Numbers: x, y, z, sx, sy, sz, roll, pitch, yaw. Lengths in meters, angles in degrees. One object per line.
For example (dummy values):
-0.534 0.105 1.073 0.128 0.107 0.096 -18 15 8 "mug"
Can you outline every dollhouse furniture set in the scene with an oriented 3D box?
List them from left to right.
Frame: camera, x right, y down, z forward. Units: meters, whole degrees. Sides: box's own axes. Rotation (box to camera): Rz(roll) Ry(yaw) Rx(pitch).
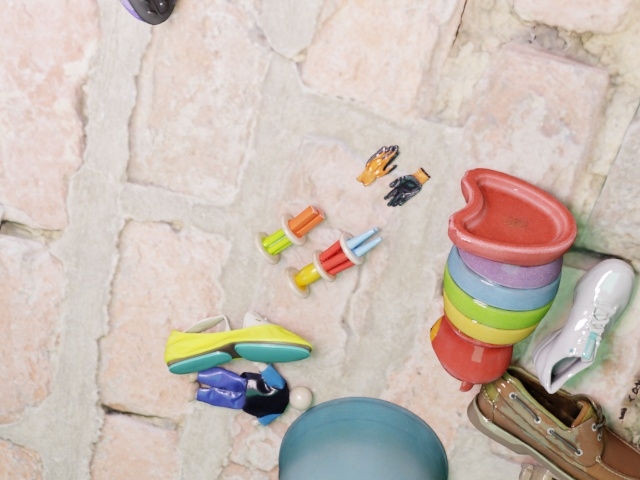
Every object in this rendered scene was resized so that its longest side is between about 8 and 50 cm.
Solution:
0.347 0.435 1.606 0.123 0.144 0.151 25 81 -6 "dollhouse furniture set"

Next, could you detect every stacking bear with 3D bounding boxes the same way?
0.231 0.077 1.436 0.164 0.175 0.289 17 128 7 "stacking bear"

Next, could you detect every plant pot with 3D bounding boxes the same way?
0.052 0.417 1.572 0.272 0.255 0.271 3 117 6 "plant pot"

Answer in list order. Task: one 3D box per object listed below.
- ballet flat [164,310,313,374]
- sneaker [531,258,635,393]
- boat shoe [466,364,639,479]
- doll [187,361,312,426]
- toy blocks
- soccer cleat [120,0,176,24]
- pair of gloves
-0.124 0.145 1.556 0.231 0.077 0.077 -9 151 15 "ballet flat"
0.375 0.127 1.470 0.080 0.094 0.212 26 114 -5 "sneaker"
0.372 0.285 1.543 0.307 0.110 0.104 25 119 -6 "boat shoe"
-0.105 0.229 1.613 0.189 0.046 0.129 10 119 2 "doll"
0.000 0.000 1.475 0.148 0.054 0.123 -33 109 21 "toy blocks"
-0.286 -0.404 1.288 0.116 0.108 0.318 -11 119 36 "soccer cleat"
0.099 -0.088 1.442 0.083 0.010 0.074 39 114 -16 "pair of gloves"
